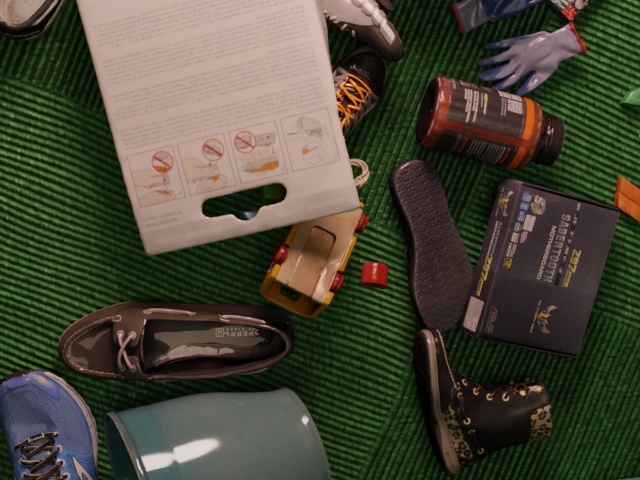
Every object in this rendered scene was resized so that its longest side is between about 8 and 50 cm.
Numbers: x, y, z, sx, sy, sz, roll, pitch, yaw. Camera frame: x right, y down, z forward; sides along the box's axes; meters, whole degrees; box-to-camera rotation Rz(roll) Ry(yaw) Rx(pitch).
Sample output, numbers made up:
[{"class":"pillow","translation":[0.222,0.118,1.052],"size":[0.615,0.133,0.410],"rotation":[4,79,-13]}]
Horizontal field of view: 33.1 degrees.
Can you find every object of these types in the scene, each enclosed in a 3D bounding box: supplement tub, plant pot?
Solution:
[{"class":"supplement tub","translation":[0.242,-0.161,1.526],"size":[0.197,0.106,0.106],"rotation":[14,95,-9]},{"class":"plant pot","translation":[-0.132,0.326,1.473],"size":[0.255,0.271,0.272],"rotation":[-16,99,-21]}]

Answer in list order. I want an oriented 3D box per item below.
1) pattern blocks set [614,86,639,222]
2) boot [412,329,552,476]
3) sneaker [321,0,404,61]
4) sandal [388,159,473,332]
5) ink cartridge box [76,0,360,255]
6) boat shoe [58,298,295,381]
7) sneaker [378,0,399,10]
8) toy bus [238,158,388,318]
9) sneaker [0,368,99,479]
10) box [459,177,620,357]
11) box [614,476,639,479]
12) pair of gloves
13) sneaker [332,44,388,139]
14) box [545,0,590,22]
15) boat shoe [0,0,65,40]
[{"class":"pattern blocks set","translation":[0.575,-0.107,1.618],"size":[0.285,0.026,0.325],"rotation":[-34,100,-2]},{"class":"boot","translation":[0.237,0.218,1.581],"size":[0.178,0.085,0.236],"rotation":[-15,110,-7]},{"class":"sneaker","translation":[0.005,-0.309,1.488],"size":[0.132,0.086,0.229],"rotation":[-38,84,6]},{"class":"sandal","translation":[0.160,0.007,1.568],"size":[0.097,0.054,0.255],"rotation":[-13,96,-16]},{"class":"ink cartridge box","translation":[-0.131,-0.200,1.442],"size":[0.308,0.091,0.385],"rotation":[-13,98,8]},{"class":"boat shoe","translation":[-0.201,0.141,1.510],"size":[0.335,0.095,0.112],"rotation":[-3,98,-7]},{"class":"sneaker","translation":[0.176,-0.410,1.423],"size":[0.131,0.319,0.112],"rotation":[55,45,-21]},{"class":"toy bus","translation":[-0.009,0.007,1.514],"size":[0.202,0.104,0.191],"rotation":[-16,76,-23]},{"class":"sneaker","translation":[-0.360,0.335,1.488],"size":[0.129,0.147,0.330],"rotation":[-20,99,-5]},{"class":"box","translation":[0.319,0.042,1.565],"size":[0.183,0.059,0.233],"rotation":[13,96,-25]},{"class":"box","translation":[0.508,0.414,1.634],"size":[0.244,0.060,0.101],"rotation":[-8,97,4]},{"class":"pair of gloves","translation":[0.280,-0.309,1.539],"size":[0.159,0.023,0.198],"rotation":[-26,104,5]},{"class":"sneaker","translation":[0.027,-0.182,1.507],"size":[0.084,0.083,0.215],"rotation":[34,90,-8]},{"class":"box","translation":[0.371,-0.395,1.553],"size":[0.094,0.027,0.137],"rotation":[42,91,-11]},{"class":"boat shoe","translation":[-0.345,-0.405,1.424],"size":[0.114,0.091,0.303],"rotation":[20,94,-9]}]
